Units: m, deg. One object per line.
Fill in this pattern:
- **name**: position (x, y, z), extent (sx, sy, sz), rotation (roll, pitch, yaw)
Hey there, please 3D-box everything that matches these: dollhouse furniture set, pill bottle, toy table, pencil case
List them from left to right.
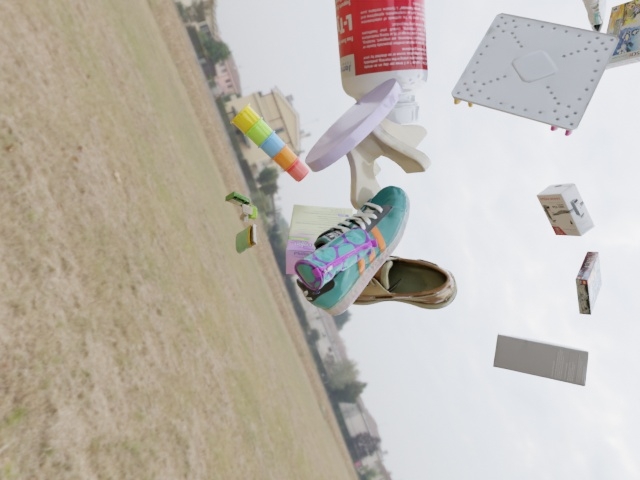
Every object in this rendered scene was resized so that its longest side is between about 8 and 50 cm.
- **dollhouse furniture set**: position (-0.209, -0.049, 1.259), extent (0.059, 0.076, 0.151), rotation (21, 55, -44)
- **pencil case**: position (0.028, 0.031, 0.864), extent (0.070, 0.152, 0.064), rotation (-1, -66, 49)
- **toy table**: position (0.112, -0.205, 1.067), extent (0.161, 0.274, 0.252), rotation (47, -6, -21)
- **pill bottle**: position (0.159, -0.504, 1.258), extent (0.229, 0.229, 0.407), rotation (-128, -148, -75)

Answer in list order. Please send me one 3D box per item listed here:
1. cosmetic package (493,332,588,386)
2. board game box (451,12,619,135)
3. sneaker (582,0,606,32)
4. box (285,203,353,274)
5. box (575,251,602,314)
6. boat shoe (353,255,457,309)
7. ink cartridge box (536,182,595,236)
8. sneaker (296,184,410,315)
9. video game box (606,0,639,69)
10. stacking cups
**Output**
- **cosmetic package**: position (0.619, 0.332, 1.382), extent (0.127, 0.238, 0.107), rotation (18, 78, -65)
- **board game box**: position (0.679, -0.540, 1.557), extent (0.390, 0.389, 0.050), rotation (24, -18, 23)
- **sneaker**: position (0.997, -0.830, 1.758), extent (0.212, 0.080, 0.094), rotation (24, 67, -50)
- **box**: position (0.000, 0.000, 1.675), extent (0.242, 0.214, 0.117), rotation (-85, 179, -48)
- **box**: position (0.627, 0.097, 1.136), extent (0.027, 0.137, 0.093), rotation (0, -63, 40)
- **boat shoe**: position (0.145, 0.081, 1.110), extent (0.120, 0.324, 0.122), rotation (57, 37, -64)
- **ink cartridge box**: position (0.667, -0.083, 1.329), extent (0.135, 0.056, 0.099), rotation (59, -11, -10)
- **sneaker**: position (0.067, 0.002, 0.980), extent (0.121, 0.302, 0.108), rotation (37, -7, -37)
- **video game box**: position (1.004, -0.666, 1.550), extent (0.187, 0.048, 0.205), rotation (14, -87, 63)
- **stacking cups**: position (-0.175, -0.330, 1.715), extent (0.316, 0.096, 0.096), rotation (47, 2, -17)
